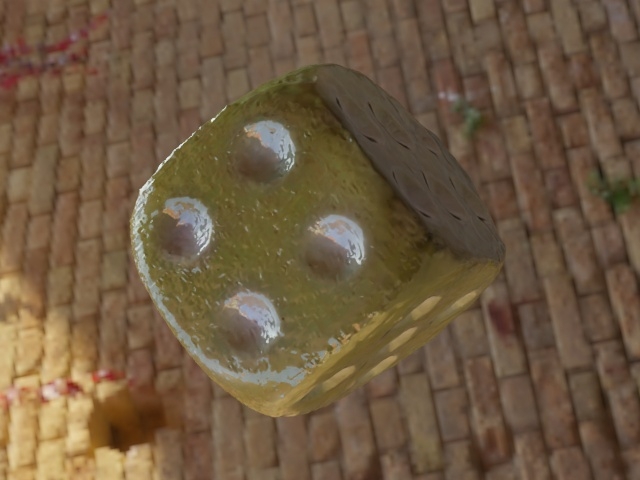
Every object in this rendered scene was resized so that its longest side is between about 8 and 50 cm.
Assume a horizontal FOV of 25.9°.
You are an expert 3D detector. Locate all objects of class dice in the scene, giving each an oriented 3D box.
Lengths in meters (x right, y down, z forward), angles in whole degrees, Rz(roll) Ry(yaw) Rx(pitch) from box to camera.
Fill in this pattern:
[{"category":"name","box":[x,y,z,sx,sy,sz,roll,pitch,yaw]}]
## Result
[{"category":"dice","box":[0.000,0.000,0.885,0.166,0.169,0.169,54,-159,14]}]
